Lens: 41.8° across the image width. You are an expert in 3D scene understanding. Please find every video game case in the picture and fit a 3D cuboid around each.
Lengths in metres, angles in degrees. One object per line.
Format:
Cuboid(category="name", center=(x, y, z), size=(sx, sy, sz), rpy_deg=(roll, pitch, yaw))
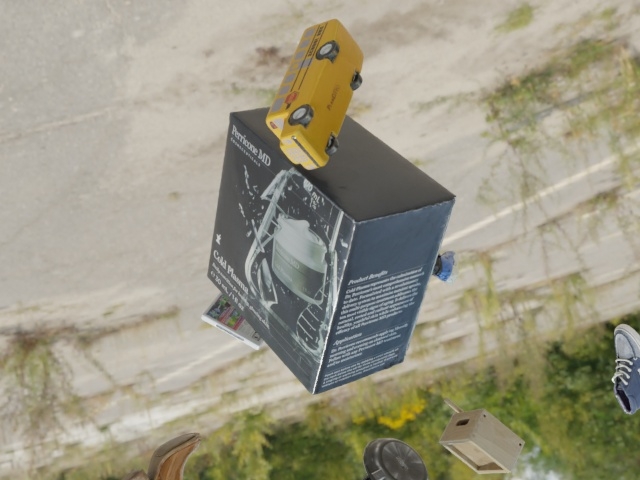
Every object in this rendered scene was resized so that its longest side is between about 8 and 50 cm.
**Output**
Cuboid(category="video game case", center=(-0.214, 0.204, 2.379), size=(0.201, 0.184, 0.023), rpy_deg=(-55, 172, -53))

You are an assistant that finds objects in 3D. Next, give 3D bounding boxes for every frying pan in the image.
Cuboid(category="frying pan", center=(0.146, 0.572, 2.117), size=(0.326, 0.197, 0.053), rpy_deg=(13, 128, -31))

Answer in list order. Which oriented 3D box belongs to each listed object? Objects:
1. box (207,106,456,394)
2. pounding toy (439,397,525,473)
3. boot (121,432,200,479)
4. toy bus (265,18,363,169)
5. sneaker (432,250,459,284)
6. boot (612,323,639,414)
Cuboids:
Cuboid(category="box", center=(0.000, 0.000, 1.919), size=(0.298, 0.480, 0.471), rpy_deg=(-13, 131, -36))
Cuboid(category="pounding toy", center=(0.309, 0.382, 1.662), size=(0.100, 0.130, 0.141), rpy_deg=(-55, -170, -27))
Cuboid(category="boot", center=(-0.301, 0.503, 1.726), size=(0.197, 0.152, 0.073), rpy_deg=(-34, -166, -29))
Cuboid(category="toy bus", center=(-0.011, -0.295, 1.691), size=(0.130, 0.332, 0.108), rpy_deg=(-7, 140, 37))
Cuboid(category="sneaker", center=(0.274, 0.046, 1.956), size=(0.058, 0.085, 0.152), rpy_deg=(-58, -174, 22))
Cuboid(category="boot", center=(0.677, 0.285, 1.845), size=(0.086, 0.189, 0.069), rpy_deg=(-28, -172, -27))
